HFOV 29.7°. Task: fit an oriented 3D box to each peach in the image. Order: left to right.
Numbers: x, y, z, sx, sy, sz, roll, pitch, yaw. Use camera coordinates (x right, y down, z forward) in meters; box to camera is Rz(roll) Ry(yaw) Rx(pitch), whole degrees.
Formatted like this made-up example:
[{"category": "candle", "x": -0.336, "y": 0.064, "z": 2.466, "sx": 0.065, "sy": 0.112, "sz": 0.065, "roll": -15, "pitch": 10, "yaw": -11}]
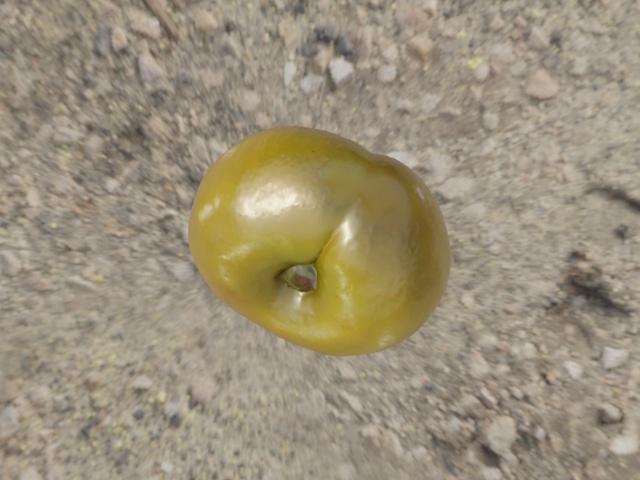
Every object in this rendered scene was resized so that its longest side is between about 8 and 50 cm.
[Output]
[{"category": "peach", "x": 0.000, "y": 0.000, "z": 1.111, "sx": 0.251, "sy": 0.251, "sz": 0.153, "roll": 24, "pitch": 49, "yaw": -2}]
